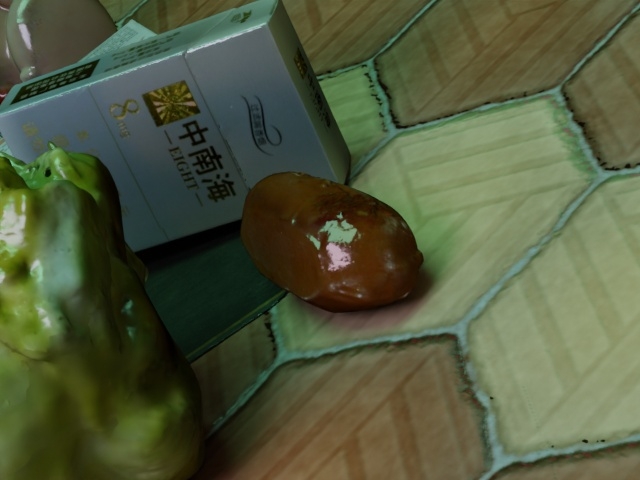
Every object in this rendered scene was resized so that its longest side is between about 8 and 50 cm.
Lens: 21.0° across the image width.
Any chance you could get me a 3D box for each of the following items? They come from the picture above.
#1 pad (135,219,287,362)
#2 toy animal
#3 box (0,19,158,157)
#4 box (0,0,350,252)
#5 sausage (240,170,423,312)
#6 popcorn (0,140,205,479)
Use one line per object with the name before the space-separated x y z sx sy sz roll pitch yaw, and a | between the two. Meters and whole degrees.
pad | -0.214 0.050 1.397 0.375 0.063 0.315 -34 28 0
toy animal | -0.299 -0.190 1.760 0.197 0.171 0.171 -10 37 41
box | -0.211 -0.110 1.622 0.199 0.081 0.135 -40 29 -7
box | -0.115 -0.083 1.370 0.243 0.155 0.067 -18 27 18
sausage | 0.000 0.000 1.221 0.089 0.089 0.179 -44 32 -17
popcorn | -0.243 0.089 1.151 0.312 0.312 0.312 -26 29 16
